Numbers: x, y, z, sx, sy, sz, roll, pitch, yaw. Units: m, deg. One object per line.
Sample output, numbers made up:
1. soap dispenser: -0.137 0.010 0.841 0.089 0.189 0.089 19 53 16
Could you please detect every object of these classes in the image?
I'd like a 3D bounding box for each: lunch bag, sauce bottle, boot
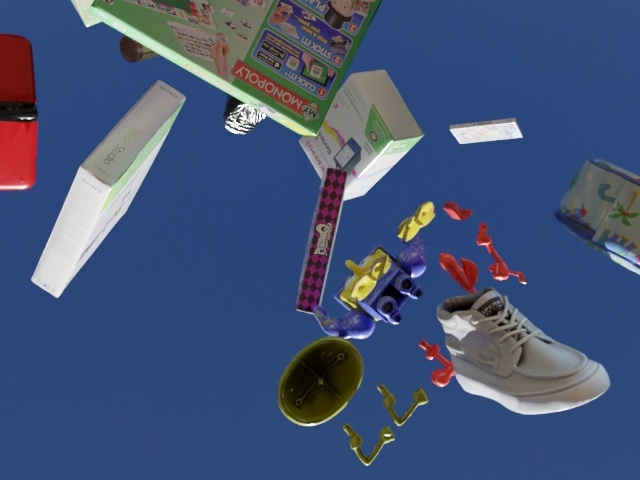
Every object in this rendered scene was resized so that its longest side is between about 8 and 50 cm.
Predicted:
1. lunch bag: 0.359 -0.007 0.802 0.219 0.176 0.090 30 -72 14
2. sauce bottle: -0.236 -0.292 1.139 0.042 0.042 0.128 36 -143 19
3. boot: -0.117 -0.355 1.527 0.094 0.246 0.207 19 -133 -39
4. boot: 0.217 0.120 0.906 0.095 0.258 0.123 -27 -84 -22

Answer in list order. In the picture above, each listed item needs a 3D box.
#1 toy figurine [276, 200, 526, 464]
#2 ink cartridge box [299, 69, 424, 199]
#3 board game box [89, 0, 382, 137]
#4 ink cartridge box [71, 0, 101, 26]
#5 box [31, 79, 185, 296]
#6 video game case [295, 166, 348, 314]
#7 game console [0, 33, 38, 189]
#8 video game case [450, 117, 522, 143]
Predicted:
1. toy figurine: 0.089 0.108 1.115 0.191 0.217 0.362 39 -92 -13
2. ink cartridge box: 0.072 -0.195 1.471 0.093 0.212 0.154 -18 -108 -38
3. board game box: -0.099 -0.301 0.989 0.317 0.046 0.214 28 -96 -19
4. ink cartridge box: -0.438 -0.513 1.331 0.056 0.235 0.171 -25 -131 -13
5. box: -0.336 -0.077 1.217 0.058 0.322 0.232 35 -134 -9
6. video game case: 0.000 0.000 1.306 0.041 0.210 0.232 12 -90 -2
7. game console: -0.336 -0.117 0.704 0.144 0.124 0.085 -2 -144 -24
8. video game case: 0.316 -0.208 1.476 0.122 0.087 0.011 -4 -103 23
